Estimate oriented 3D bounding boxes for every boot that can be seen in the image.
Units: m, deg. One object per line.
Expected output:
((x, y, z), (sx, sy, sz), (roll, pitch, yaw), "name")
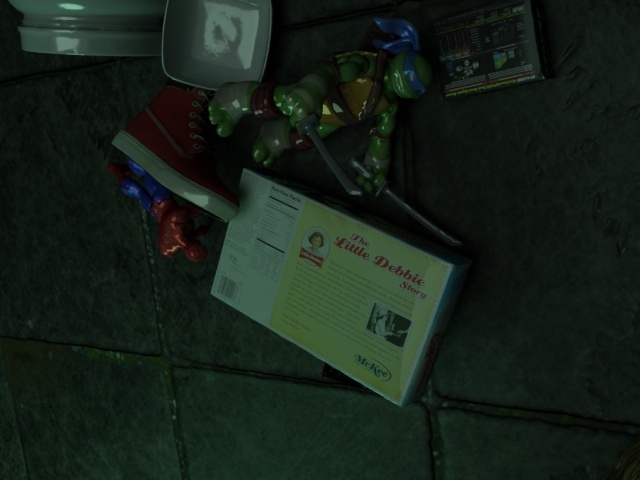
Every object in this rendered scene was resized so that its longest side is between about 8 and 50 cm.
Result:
((-0.159, -0.143, 1.011), (0.244, 0.088, 0.176), (37, 86, 34), "boot")

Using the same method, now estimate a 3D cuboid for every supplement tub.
((-0.299, -0.415, 0.984), (0.235, 0.235, 0.325), (13, 110, 32), "supplement tub")

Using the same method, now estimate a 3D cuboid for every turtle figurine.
((0.000, -0.114, 0.876), (0.266, 0.197, 0.275), (-1, 98, 39), "turtle figurine")

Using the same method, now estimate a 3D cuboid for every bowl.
((-0.133, -0.273, 0.993), (0.142, 0.053, 0.142), (11, 110, 0), "bowl")

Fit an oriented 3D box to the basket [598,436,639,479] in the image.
((0.322, 0.355, 0.705), (0.223, 0.213, 0.299), (44, 98, 18), "basket")

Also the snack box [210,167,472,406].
((0.012, 0.048, 0.945), (0.322, 0.060, 0.187), (27, 109, 29), "snack box")

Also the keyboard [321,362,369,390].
((0.049, 0.105, 1.008), (0.100, 0.038, 0.192), (18, 112, 5), "keyboard")

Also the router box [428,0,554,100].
((0.185, -0.209, 0.816), (0.122, 0.038, 0.092), (-5, 98, 37), "router box")

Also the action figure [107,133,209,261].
((-0.206, -0.059, 1.114), (0.280, 0.139, 0.091), (51, 131, 41), "action figure")
